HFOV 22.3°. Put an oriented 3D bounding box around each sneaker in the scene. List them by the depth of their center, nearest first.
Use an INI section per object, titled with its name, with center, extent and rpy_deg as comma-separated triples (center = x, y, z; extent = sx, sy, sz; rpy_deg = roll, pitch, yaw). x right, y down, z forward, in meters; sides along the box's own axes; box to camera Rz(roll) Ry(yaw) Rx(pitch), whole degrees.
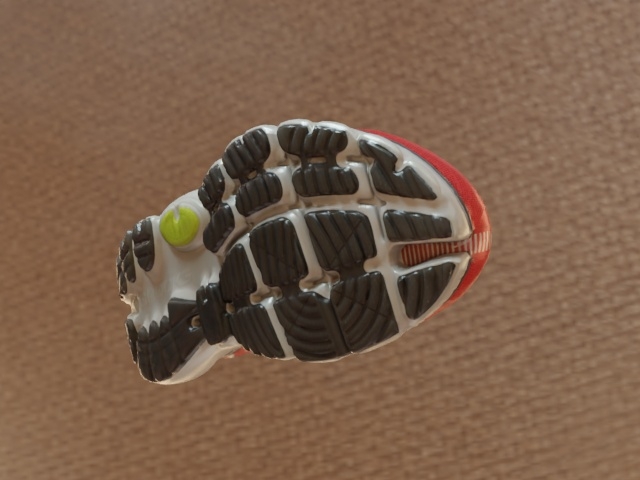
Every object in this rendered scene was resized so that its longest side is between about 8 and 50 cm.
[sneaker]
center = 0.000, 0.000, 0.773
extent = 0.279, 0.118, 0.107
rpy_deg = -14, 89, 58
